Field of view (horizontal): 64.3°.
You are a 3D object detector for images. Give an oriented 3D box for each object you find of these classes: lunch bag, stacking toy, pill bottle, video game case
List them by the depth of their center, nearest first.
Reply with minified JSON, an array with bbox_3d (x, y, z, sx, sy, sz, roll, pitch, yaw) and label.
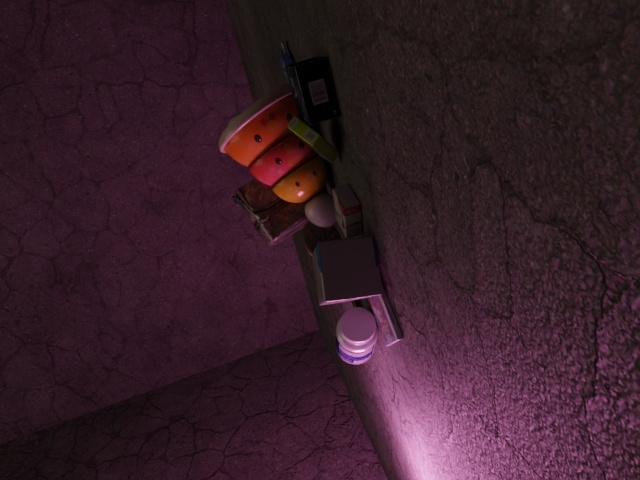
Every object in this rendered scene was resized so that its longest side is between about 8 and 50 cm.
[{"bbox_3d":[0.197,0.232,1.590,0.201,0.023,0.184,97,154,-73],"label":"video game case"},{"bbox_3d":[-0.086,-0.256,1.758,0.480,0.350,0.350,53,173,-4],"label":"stacking toy"},{"bbox_3d":[0.131,0.344,1.844,0.265,0.153,0.153,88,162,-62],"label":"pill bottle"},{"bbox_3d":[-0.153,-0.154,1.966,0.256,0.305,0.212,56,171,4],"label":"lunch bag"}]

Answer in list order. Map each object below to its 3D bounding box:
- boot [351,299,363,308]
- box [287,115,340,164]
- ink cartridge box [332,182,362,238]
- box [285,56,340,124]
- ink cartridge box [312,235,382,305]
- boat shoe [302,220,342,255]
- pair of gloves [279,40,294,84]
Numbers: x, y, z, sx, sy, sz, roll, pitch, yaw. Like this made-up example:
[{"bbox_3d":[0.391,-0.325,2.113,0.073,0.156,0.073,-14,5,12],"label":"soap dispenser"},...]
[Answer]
[{"bbox_3d":[0.136,0.255,2.025,0.114,0.037,0.107,-149,54,-74],"label":"boot"},{"bbox_3d":[-0.014,-0.285,1.468,0.109,0.042,0.178,41,-173,23],"label":"box"},{"bbox_3d":[0.081,-0.086,1.534,0.135,0.056,0.099,81,167,-48],"label":"ink cartridge box"},{"bbox_3d":[-0.023,-0.409,1.386,0.158,0.093,0.156,-124,17,-67],"label":"box"},{"bbox_3d":[0.073,0.095,1.522,0.233,0.168,0.172,119,143,-80],"label":"ink cartridge box"},{"bbox_3d":[0.045,0.068,1.788,0.355,0.132,0.130,56,171,36],"label":"boat shoe"},{"bbox_3d":[-0.111,-0.611,1.803,0.198,0.023,0.160,178,72,-83],"label":"pair of gloves"}]
